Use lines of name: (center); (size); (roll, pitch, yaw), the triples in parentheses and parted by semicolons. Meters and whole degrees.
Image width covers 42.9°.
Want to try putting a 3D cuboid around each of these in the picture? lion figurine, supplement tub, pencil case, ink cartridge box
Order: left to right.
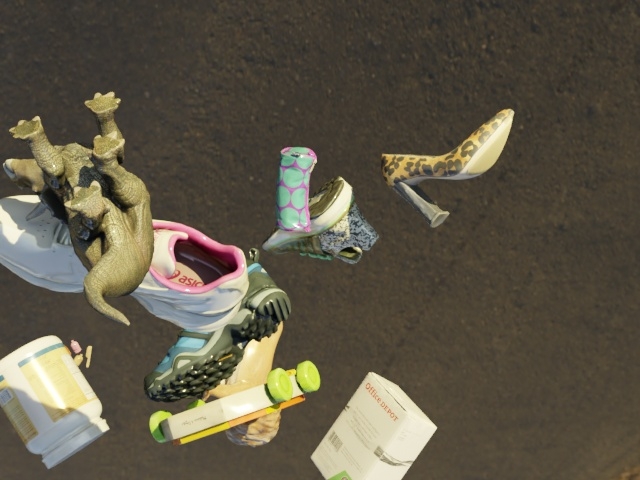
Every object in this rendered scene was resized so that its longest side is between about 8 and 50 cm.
supplement tub: (-0.480, 0.285, 1.441); (0.144, 0.199, 0.144); (-34, 175, -3)
lion figurine: (-0.153, 0.246, 1.750); (0.240, 0.391, 0.142); (18, 177, -36)
pencil case: (-0.046, -0.094, 1.507); (0.070, 0.064, 0.151); (9, 105, 17)
ink cartridge box: (0.101, 0.394, 1.584); (0.093, 0.160, 0.219); (30, 98, -35)

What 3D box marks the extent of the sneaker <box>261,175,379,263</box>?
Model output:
sneaker: (0.000, 0.000, 1.826); (0.182, 0.158, 0.410); (45, 160, -9)

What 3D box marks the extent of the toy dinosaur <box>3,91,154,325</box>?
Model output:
toy dinosaur: (-0.201, -0.028, 0.756); (0.121, 0.313, 0.160); (-32, 142, -18)

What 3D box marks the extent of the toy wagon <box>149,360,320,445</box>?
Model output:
toy wagon: (-0.132, 0.292, 1.482); (0.267, 0.068, 0.344); (-22, 170, 21)

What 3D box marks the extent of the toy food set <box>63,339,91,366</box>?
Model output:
toy food set: (-0.655, 0.294, 2.093); (0.122, 0.077, 0.019); (9, 180, -32)

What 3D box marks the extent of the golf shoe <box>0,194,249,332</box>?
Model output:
golf shoe: (-0.220, 0.005, 0.903); (0.306, 0.115, 0.140); (17, 153, -14)

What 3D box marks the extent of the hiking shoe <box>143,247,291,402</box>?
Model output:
hiking shoe: (-0.188, 0.158, 1.397); (0.304, 0.132, 0.113); (-39, 145, 8)

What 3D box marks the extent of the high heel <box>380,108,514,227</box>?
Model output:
high heel: (0.224, -0.177, 1.509); (0.093, 0.186, 0.261); (5, 128, -53)
